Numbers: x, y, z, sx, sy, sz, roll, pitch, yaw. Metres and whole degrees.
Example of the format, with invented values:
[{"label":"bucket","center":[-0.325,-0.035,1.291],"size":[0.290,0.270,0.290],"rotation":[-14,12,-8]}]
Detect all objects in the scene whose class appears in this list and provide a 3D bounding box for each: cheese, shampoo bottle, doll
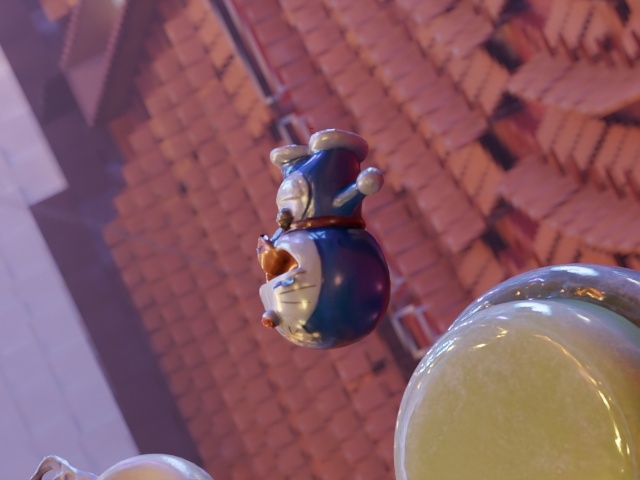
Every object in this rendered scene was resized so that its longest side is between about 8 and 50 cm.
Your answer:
[{"label":"cheese","center":[-0.202,0.271,1.702],"size":[0.249,0.163,0.071],"rotation":[43,174,43]},{"label":"shampoo bottle","center":[0.242,0.182,1.421],"size":[0.317,0.322,0.322],"rotation":[6,-127,-55]},{"label":"doll","center":[0.000,0.000,1.915],"size":[0.215,0.161,0.257],"rotation":[-24,68,53]}]
